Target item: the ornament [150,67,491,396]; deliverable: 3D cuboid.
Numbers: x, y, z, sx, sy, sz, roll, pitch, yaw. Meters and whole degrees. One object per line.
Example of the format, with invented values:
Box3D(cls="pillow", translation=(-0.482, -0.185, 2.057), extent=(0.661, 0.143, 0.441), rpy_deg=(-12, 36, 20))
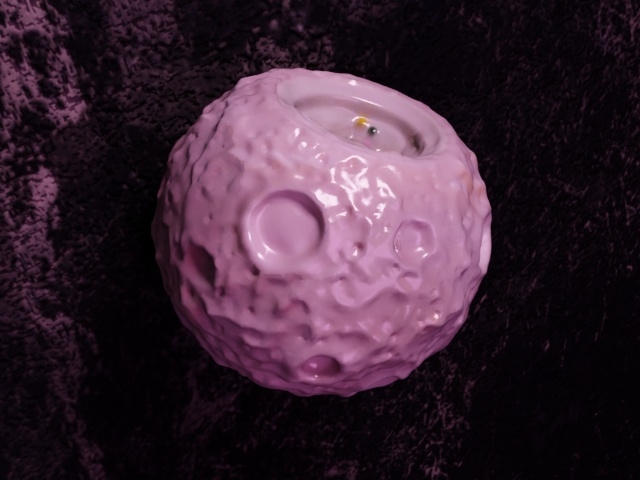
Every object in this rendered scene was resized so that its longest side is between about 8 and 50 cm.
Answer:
Box3D(cls="ornament", translation=(0.000, 0.000, 0.863), extent=(0.259, 0.259, 0.225), rpy_deg=(-3, 124, -38))
